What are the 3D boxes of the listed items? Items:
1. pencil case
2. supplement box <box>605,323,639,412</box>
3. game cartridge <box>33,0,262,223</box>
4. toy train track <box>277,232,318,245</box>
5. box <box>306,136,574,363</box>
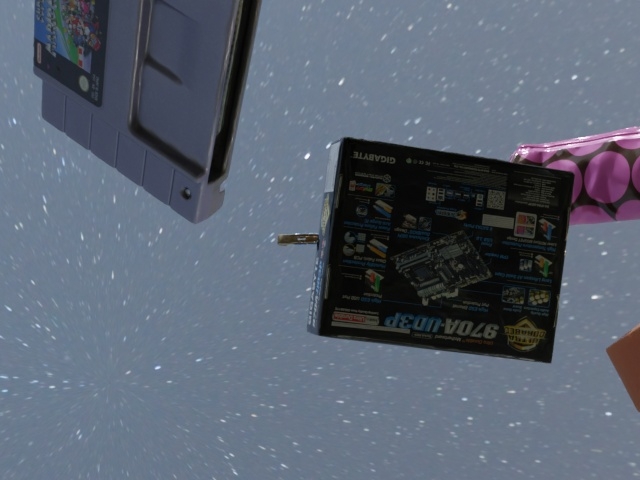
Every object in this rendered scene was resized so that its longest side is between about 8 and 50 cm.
[{"bbox_3d":[0.288,-0.069,1.035,0.095,0.209,0.098,-45,-62,-46],"label":"pencil case"},{"bbox_3d":[0.407,0.095,1.012,0.233,0.080,0.078,-16,-111,-22],"label":"supplement box"},{"bbox_3d":[-0.163,-0.207,0.908,0.230,0.355,0.068,30,-137,16],"label":"game cartridge"},{"bbox_3d":[0.000,0.000,0.982,0.083,0.014,0.048,-1,-111,9],"label":"toy train track"},{"bbox_3d":[0.108,0.010,0.898,0.220,0.051,0.175,7,-92,-11],"label":"box"}]
